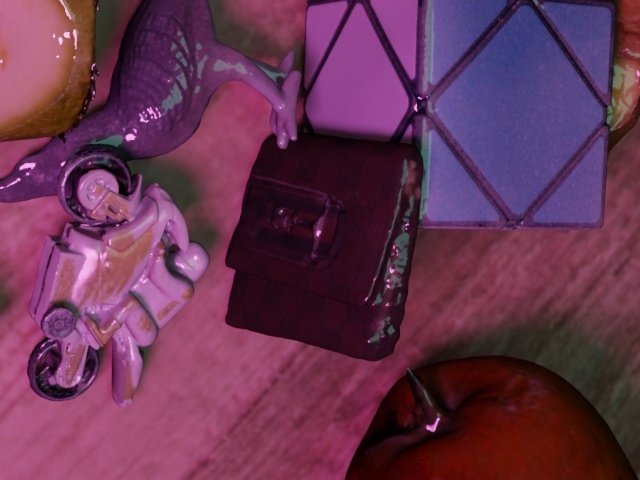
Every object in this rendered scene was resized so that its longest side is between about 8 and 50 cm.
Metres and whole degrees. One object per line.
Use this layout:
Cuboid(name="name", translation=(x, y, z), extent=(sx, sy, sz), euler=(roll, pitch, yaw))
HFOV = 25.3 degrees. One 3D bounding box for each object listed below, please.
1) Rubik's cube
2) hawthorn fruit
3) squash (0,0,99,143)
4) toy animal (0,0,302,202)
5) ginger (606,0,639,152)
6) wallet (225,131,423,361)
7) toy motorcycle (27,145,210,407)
Cuboid(name="Rubik's cube", translation=(0.116, -0.114, 1.258), extent=(0.205, 0.207, 0.205), euler=(0, 95, -30))
Cuboid(name="hawthorn fruit", translation=(0.149, 0.229, 1.285), extent=(0.267, 0.267, 0.301), euler=(-31, 106, -23))
Cuboid(name="squash", translation=(-0.312, -0.157, 1.031), extent=(0.260, 0.189, 0.189), euler=(-4, 96, -33))
Cuboid(name="toy animal", translation=(-0.104, -0.155, 1.197), extent=(0.205, 0.081, 0.367), euler=(28, 85, -14))
Cuboid(name="ginger", translation=(0.258, -0.163, 1.355), extent=(0.123, 0.219, 0.270), euler=(27, 118, -7))
Cuboid(name="wallet", translation=(0.000, 0.000, 1.191), extent=(0.049, 0.229, 0.182), euler=(13, 89, -34))
Cuboid(name="toy motorcycle", translation=(-0.165, 0.033, 1.182), extent=(0.151, 0.074, 0.229), euler=(1, 109, -30))
